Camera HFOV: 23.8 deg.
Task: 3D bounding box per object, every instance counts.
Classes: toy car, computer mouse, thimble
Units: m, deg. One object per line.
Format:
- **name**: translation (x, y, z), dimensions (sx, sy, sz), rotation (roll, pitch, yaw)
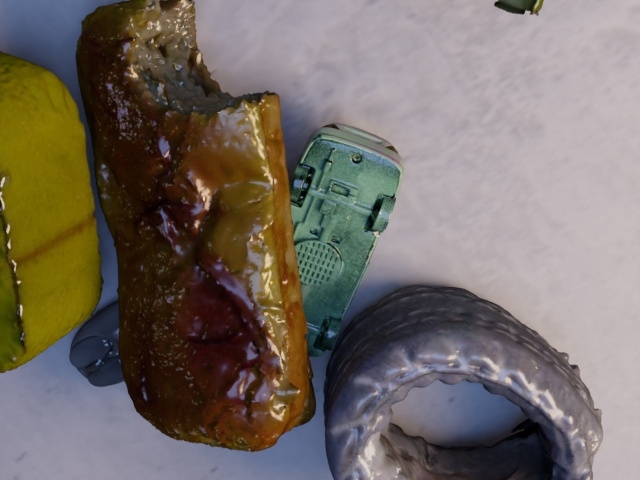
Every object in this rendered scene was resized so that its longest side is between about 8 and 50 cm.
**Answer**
- **toy car**: translation (0.000, 0.000, 1.318), dimensions (0.090, 0.076, 0.224), rotation (20, 124, -4)
- **computer mouse**: translation (-0.182, 0.093, 1.361), dimensions (0.096, 0.039, 0.066), rotation (-38, 104, 10)
- **thimble**: translation (0.119, 0.150, 1.318), dimensions (0.236, 0.172, 0.205), rotation (7, 109, 0)

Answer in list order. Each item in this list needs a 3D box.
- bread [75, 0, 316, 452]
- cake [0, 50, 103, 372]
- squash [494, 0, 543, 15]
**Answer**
- **bread**: translation (-0.101, -0.016, 1.252), dimensions (0.185, 0.109, 0.380), rotation (3, 106, 42)
- **cake**: translation (-0.289, -0.026, 1.240), dimensions (0.179, 0.156, 0.260), rotation (6, 114, 23)
- **squash**: translation (0.085, -0.245, 1.154), dimensions (0.169, 0.252, 0.093), rotation (16, 104, -6)
